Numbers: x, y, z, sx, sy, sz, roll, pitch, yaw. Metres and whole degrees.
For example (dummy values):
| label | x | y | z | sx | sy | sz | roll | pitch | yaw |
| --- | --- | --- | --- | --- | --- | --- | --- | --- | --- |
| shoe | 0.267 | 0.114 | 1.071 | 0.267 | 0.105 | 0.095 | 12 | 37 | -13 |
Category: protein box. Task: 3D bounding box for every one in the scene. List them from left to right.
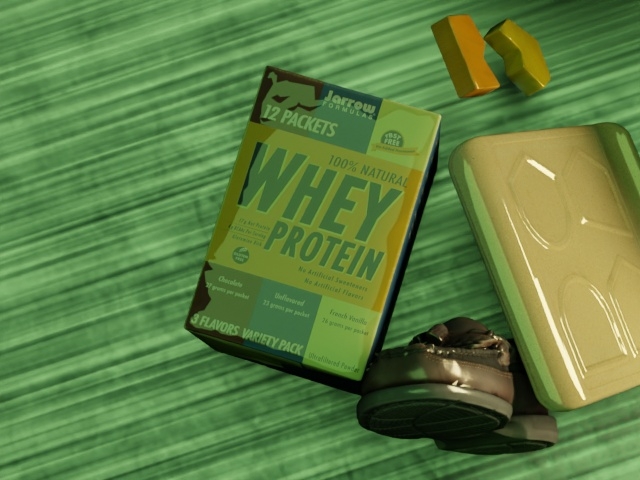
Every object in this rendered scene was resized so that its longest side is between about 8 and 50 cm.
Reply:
| label | x | y | z | sx | sy | sz | roll | pitch | yaw |
| --- | --- | --- | --- | --- | --- | --- | --- | --- | --- |
| protein box | 0.000 | 0.000 | 1.357 | 0.136 | 0.200 | 0.201 | 16 | 83 | 5 |

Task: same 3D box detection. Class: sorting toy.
| label | x | y | z | sx | sy | sz | roll | pitch | yaw |
| --- | --- | --- | --- | --- | --- | --- | --- | --- | --- |
| sorting toy | 0.182 | -0.029 | 1.374 | 0.041 | 0.229 | 0.307 | -27 | 80 | 40 |

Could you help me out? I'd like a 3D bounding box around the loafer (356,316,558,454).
| label | x | y | z | sx | sy | sz | roll | pitch | yaw |
| --- | --- | --- | --- | --- | --- | --- | --- | --- | --- |
| loafer | 0.099 | 0.099 | 1.301 | 0.109 | 0.302 | 0.095 | -9 | 75 | 20 |
